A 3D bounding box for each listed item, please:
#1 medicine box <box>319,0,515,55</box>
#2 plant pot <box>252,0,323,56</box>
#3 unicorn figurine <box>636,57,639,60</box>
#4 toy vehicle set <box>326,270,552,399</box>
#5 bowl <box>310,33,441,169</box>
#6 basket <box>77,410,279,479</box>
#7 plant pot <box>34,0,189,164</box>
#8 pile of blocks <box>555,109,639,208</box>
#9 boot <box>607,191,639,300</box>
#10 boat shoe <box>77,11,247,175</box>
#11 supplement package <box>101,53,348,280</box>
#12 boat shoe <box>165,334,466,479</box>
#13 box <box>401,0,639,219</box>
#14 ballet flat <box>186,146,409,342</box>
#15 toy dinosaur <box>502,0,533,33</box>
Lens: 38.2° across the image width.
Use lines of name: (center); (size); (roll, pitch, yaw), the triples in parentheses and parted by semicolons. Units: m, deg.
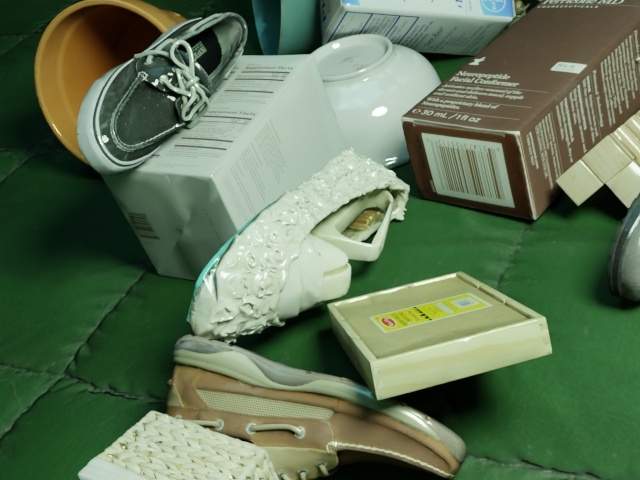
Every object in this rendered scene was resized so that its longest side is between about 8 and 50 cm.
medicine box: (0.147, -0.460, 1.518); (0.289, 0.264, 0.149); (0, -12, -15)
plant pot: (0.010, -0.482, 1.705); (0.235, 0.293, 0.293); (-7, 32, -12)
unicorn figurine: (0.520, -0.270, 1.287); (0.060, 0.161, 0.111); (-44, 27, 49)
toy vehicle set: (0.108, 0.088, 0.947); (0.166, 0.035, 0.267); (-13, 9, -6)
bowl: (0.057, -0.232, 1.450); (0.297, 0.134, 0.298); (-13, 34, 9)
basket: (-0.125, 0.244, 0.879); (0.167, 0.113, 0.103); (9, 40, 34)
plant pot: (-0.308, -0.279, 1.581); (0.290, 0.291, 0.203); (-4, 20, 20)
pile of blocks: (0.458, -0.134, 1.175); (0.362, 0.149, 0.113); (-38, 81, -12)
boot: (0.485, -0.016, 0.971); (0.338, 0.118, 0.222); (-36, 43, -17)
boat shoe: (-0.183, -0.193, 1.154); (0.105, 0.113, 0.306); (-13, 26, 37)
supplement package: (-0.119, -0.100, 1.267); (0.198, 0.199, 0.263); (7, 46, 32)
boat shoe: (-0.015, 0.189, 0.925); (0.324, 0.123, 0.116); (13, 78, 25)
box: (0.307, -0.198, 1.279); (0.191, 0.143, 0.381); (14, 44, 42)
ballet flat: (0.000, 0.000, 1.120); (0.147, 0.147, 0.409); (3, 29, 29)
toy dinosaur: (0.347, -0.346, 1.543); (0.118, 0.064, 0.268); (-14, 32, 33)
